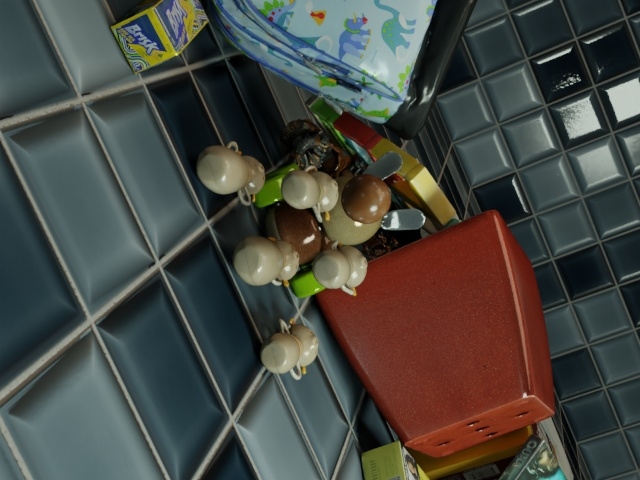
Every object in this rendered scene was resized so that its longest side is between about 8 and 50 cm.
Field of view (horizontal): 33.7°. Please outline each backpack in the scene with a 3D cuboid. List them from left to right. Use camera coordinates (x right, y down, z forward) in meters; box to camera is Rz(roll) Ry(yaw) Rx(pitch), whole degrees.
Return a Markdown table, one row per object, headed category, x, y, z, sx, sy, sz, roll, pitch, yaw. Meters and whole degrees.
| category | x | y | z | sx | sy | sz | roll | pitch | yaw |
| --- | --- | --- | --- | --- | --- | --- | --- | --- | --- |
| backpack | 0.019 | -0.329 | 1.409 | 0.273 | 0.356 | 0.290 | 7 | 106 | -86 |

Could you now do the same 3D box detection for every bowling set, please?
| category | x | y | z | sx | sy | sz | roll | pitch | yaw |
| --- | --- | --- | --- | --- | --- | --- | --- | --- | --- |
| bowling set | 0.000 | 0.000 | 1.193 | 0.154 | 0.200 | 0.287 | 1 | 73 | -75 |

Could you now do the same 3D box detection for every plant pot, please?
| category | x | y | z | sx | sy | sz | roll | pitch | yaw |
| --- | --- | --- | --- | --- | --- | --- | --- | --- | --- |
| plant pot | 0.183 | 0.149 | 1.440 | 0.267 | 0.267 | 0.235 | 39 | 30 | -63 |

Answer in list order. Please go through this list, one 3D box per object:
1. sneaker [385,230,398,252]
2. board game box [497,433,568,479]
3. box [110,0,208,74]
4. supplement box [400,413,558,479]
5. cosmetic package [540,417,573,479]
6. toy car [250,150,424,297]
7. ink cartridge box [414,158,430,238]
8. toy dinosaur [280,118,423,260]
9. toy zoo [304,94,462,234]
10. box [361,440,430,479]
| category | x | y | z | sx | sy | sz | roll | pitch | yaw |
| --- | --- | --- | --- | --- | --- | --- | --- | --- | --- |
| sneaker | 0.148 | 0.022 | 1.975 | 0.065 | 0.061 | 0.157 | 6 | 59 | -43 |
| board game box | 0.264 | 0.372 | 1.441 | 0.026 | 0.186 | 0.126 | 21 | -27 | 47 |
| box | -0.174 | -0.239 | 1.167 | 0.059 | 0.054 | 0.169 | 63 | 16 | -19 |
| supplement box | 0.243 | 0.331 | 1.578 | 0.129 | 0.191 | 0.194 | -93 | 157 | -49 |
| cosmetic package | 0.413 | 0.428 | 2.155 | 0.224 | 0.138 | 0.224 | -15 | 85 | -75 |
| toy car | 0.030 | -0.038 | 1.345 | 0.149 | 0.188 | 0.155 | -53 | 120 | -73 |
| ink cartridge box | 0.206 | -0.105 | 2.307 | 0.209 | 0.062 | 0.109 | 58 | 19 | -33 |
| toy dinosaur | 0.055 | -0.043 | 1.549 | 0.322 | 0.164 | 0.218 | 27 | 22 | -37 |
| toy zoo | 0.108 | -0.087 | 1.513 | 0.293 | 0.030 | 0.192 | 40 | -8 | 41 |
| box | 0.128 | 0.361 | 1.391 | 0.087 | 0.058 | 0.232 | -96 | 159 | -46 |
